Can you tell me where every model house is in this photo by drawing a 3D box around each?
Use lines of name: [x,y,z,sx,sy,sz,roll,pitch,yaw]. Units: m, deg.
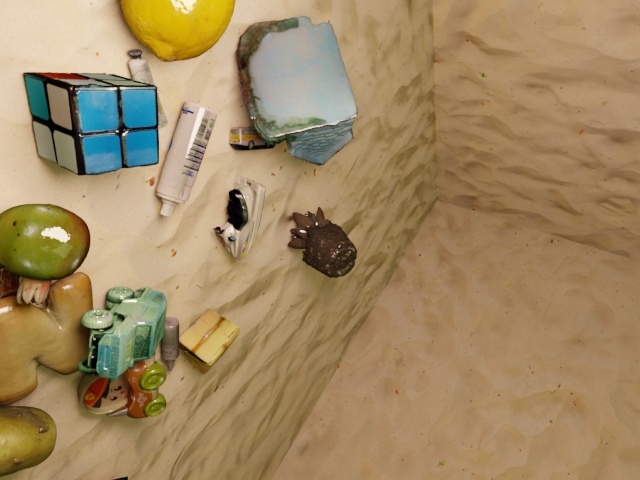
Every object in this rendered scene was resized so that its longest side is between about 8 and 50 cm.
model house: [-0.073,-0.432,1.301,0.339,0.298,0.360,83,-9,-80]

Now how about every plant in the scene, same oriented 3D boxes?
plant: [0.000,0.000,1.672,0.182,0.321,0.194,-8,125,-40]

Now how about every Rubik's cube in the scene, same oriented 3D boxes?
Rubik's cube: [-0.457,-0.244,0.850,0.183,0.180,0.167,-24,130,-49]

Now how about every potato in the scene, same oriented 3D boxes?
potato: [-0.705,0.442,0.910,0.228,0.197,0.148,18,74,-50]

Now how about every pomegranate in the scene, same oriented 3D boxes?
pomegranate: [-0.567,0.028,0.844,0.180,0.180,0.209,20,80,-61]

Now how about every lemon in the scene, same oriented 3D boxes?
lemon: [-0.296,-0.523,0.876,0.263,0.236,0.236,-47,148,-10]

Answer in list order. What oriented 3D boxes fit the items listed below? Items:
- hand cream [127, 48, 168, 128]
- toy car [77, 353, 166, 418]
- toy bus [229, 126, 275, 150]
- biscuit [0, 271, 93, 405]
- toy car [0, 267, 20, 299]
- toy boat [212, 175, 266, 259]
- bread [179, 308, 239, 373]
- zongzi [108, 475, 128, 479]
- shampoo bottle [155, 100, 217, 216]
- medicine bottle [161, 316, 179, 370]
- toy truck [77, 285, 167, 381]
hand cream: [-0.413,-0.352,0.994,0.067,0.042,0.194,-46,149,-36]
toy car: [-0.572,0.421,1.198,0.235,0.145,0.235,-20,126,-29]
toy bus: [-0.214,-0.328,1.332,0.172,0.057,0.072,-21,118,-53]
biscuit: [-0.641,0.229,0.967,0.237,0.062,0.290,-25,136,-53]
toy car: [-0.667,0.100,0.883,0.059,0.035,0.121,-18,123,-59]
toy boat: [-0.265,-0.069,1.350,0.141,0.141,0.269,11,103,-61]
bread: [-0.359,0.393,1.481,0.167,0.163,0.264,-51,148,-29]
zongzi: [-0.756,0.930,1.194,0.319,0.362,0.383,37,39,-59]
shampoo bottle: [-0.368,-0.211,1.116,0.092,0.092,0.303,11,101,-61]
medicine bottle: [-0.484,0.343,1.343,0.058,0.058,0.199,-25,131,-51]
toy truck: [-0.494,0.224,1.062,0.279,0.156,0.154,-114,-146,-73]
